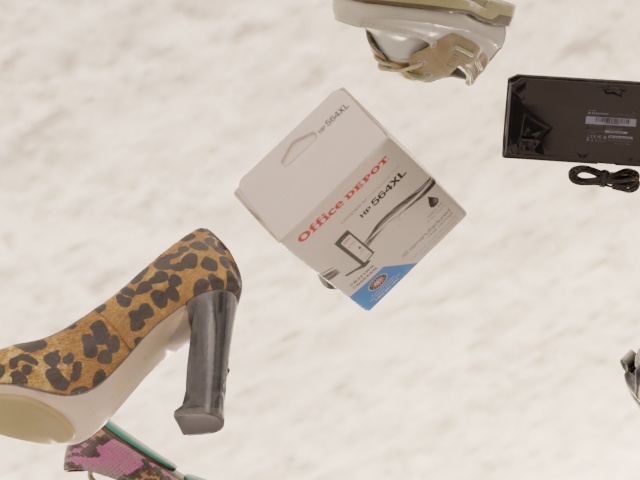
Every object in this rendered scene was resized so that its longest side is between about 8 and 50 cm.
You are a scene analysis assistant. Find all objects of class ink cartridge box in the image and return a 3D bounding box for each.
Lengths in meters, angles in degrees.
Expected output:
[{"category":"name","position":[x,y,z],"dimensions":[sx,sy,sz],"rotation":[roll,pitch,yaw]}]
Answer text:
[{"category":"ink cartridge box","position":[0.032,-0.037,1.926],"dimensions":[0.148,0.086,0.203],"rotation":[-44,147,5]}]

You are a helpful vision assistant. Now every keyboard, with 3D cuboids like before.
[{"category":"keyboard","position":[0.247,-0.091,1.702],"dimensions":[0.180,0.023,0.108],"rotation":[4,119,4]}]

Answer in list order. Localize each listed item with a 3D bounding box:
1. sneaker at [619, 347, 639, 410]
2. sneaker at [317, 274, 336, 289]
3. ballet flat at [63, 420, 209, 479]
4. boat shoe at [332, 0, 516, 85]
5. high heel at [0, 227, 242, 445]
[{"category":"sneaker","position":[0.384,0.149,1.983],"dimensions":[0.094,0.153,0.235],"rotation":[-40,-165,-16]},{"category":"sneaker","position":[0.000,0.000,2.216],"dimensions":[0.074,0.063,0.170],"rotation":[-31,147,-24]},{"category":"ballet flat","position":[-0.142,0.241,1.859],"dimensions":[0.079,0.221,0.077],"rotation":[-63,170,-3]},{"category":"boat shoe","position":[0.108,-0.218,2.091],"dimensions":[0.302,0.113,0.103],"rotation":[0,110,-54]},{"category":"high heel","position":[-0.196,0.070,1.625],"dimensions":[0.261,0.186,0.093],"rotation":[1,145,3]}]
